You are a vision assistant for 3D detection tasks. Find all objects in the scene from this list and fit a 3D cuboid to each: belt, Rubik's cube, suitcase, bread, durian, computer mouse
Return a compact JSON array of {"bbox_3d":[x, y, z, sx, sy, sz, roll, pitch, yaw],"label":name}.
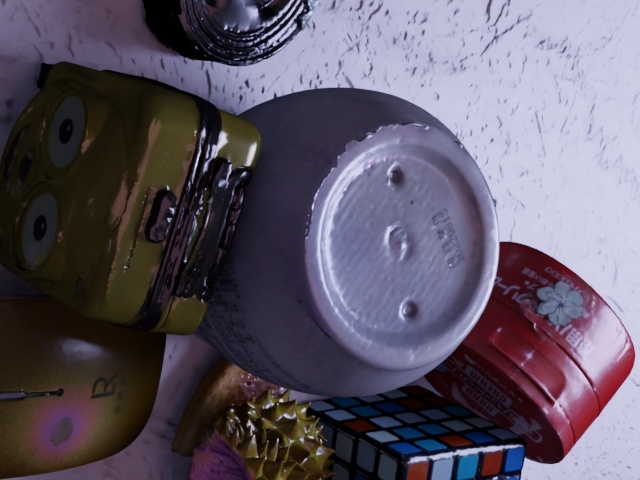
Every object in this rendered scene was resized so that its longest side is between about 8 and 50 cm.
[{"bbox_3d":[-0.067,-0.250,1.100,0.151,0.078,0.198,41,77,-36],"label":"belt"},{"bbox_3d":[0.088,0.274,1.310,0.187,0.182,0.184,-4,105,-37],"label":"Rubik's cube"},{"bbox_3d":[-0.172,-0.040,0.980,0.143,0.235,0.194,15,94,-40],"label":"suitcase"},{"bbox_3d":[-0.093,0.179,1.225,0.136,0.054,0.154,-29,114,-30],"label":"bread"},{"bbox_3d":[-0.055,0.276,1.202,0.186,0.154,0.260,-34,145,-44],"label":"durian"},{"bbox_3d":[-0.248,0.120,1.048,0.310,0.072,0.158,3,101,-49],"label":"computer mouse"}]

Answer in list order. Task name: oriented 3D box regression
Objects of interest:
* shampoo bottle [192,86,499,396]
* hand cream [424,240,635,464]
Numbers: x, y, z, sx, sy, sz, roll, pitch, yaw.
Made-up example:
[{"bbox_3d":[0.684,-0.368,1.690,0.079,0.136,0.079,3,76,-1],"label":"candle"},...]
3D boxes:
[{"bbox_3d":[0.000,0.000,1.098,0.273,0.266,0.273,-3,95,-35],"label":"shampoo bottle"},{"bbox_3d":[0.221,0.122,1.343,0.149,0.230,0.230,-45,126,-20],"label":"hand cream"}]
